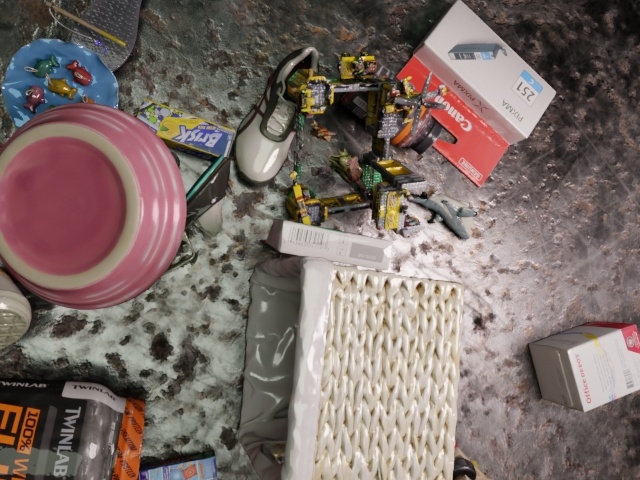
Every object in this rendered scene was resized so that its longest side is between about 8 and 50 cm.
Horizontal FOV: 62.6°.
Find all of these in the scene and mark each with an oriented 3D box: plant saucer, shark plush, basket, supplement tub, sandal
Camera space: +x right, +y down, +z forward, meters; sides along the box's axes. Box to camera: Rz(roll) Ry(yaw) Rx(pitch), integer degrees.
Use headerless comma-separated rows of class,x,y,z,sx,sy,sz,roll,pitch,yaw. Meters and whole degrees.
plant saucer,-0.381,-0.052,0.823,0.332,0.084,0.332,0,93,7
shark plush,0.247,-0.057,1.071,0.161,0.073,0.067,19,111,-18
basket,0.031,0.201,0.854,0.266,0.328,0.331,6,83,-19
supplement tub,-0.442,0.307,0.766,0.337,0.207,0.207,8,83,-20
sandal,-0.365,-0.398,0.936,0.097,0.054,0.255,23,77,-23
supplement tub,0.142,-0.255,1.030,0.198,0.106,0.106,36,78,-10

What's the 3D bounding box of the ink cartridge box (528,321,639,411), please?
ink cartridge box,0.552,0.254,1.087,0.176,0.127,0.128,-14,89,-16

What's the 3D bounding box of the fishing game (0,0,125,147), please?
fishing game,-0.433,-0.240,0.874,0.189,0.041,0.264,31,96,-12

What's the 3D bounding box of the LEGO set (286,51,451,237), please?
LEGO set,0.067,-0.136,0.897,0.254,0.192,0.331,-1,117,-23

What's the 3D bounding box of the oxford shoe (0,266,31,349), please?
oxford shoe,-0.657,0.153,0.774,0.449,0.169,0.130,-23,57,-9

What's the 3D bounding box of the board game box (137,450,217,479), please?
board game box,-0.239,0.479,0.903,0.136,0.035,0.201,-5,87,-16

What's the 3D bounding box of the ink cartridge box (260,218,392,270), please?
ink cartridge box,0.000,0.000,0.905,0.180,0.224,0.056,10,94,-14

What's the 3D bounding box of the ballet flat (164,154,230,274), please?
ballet flat,-0.238,-0.024,0.922,0.280,0.095,0.096,-44,107,-4

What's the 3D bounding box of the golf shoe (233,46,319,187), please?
golf shoe,-0.081,-0.232,0.962,0.105,0.120,0.273,23,81,-14

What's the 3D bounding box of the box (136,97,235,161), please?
box,-0.243,-0.193,0.947,0.168,0.054,0.059,18,81,-13

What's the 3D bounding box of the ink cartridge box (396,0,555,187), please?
ink cartridge box,0.313,-0.305,1.102,0.296,0.066,0.261,39,76,-9

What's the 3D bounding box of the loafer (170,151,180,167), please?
loafer,-0.323,-0.111,0.914,0.170,0.061,0.062,-30,93,-16

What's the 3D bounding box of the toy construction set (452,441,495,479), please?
toy construction set,0.274,0.505,0.918,0.237,0.309,0.258,25,88,-17
